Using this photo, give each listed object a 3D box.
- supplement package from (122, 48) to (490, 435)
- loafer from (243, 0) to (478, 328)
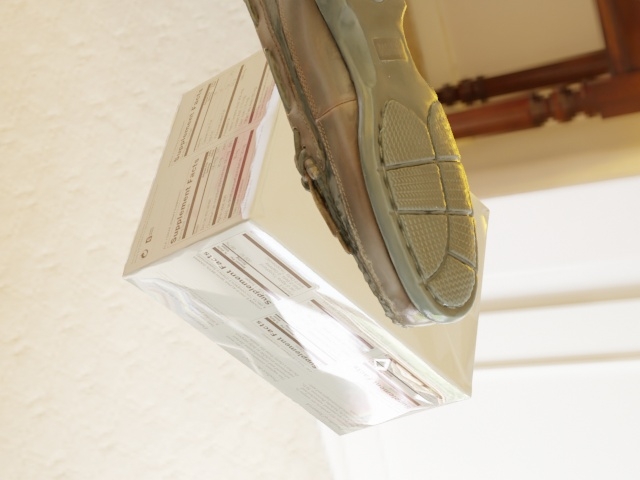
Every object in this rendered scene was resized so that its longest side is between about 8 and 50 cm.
[{"bbox_3d":[0.000,0.000,1.029,0.262,0.145,0.204,41,44,-32],"label":"supplement package"},{"bbox_3d":[0.017,-0.072,0.724,0.096,0.084,0.267,-1,72,-52],"label":"loafer"}]
